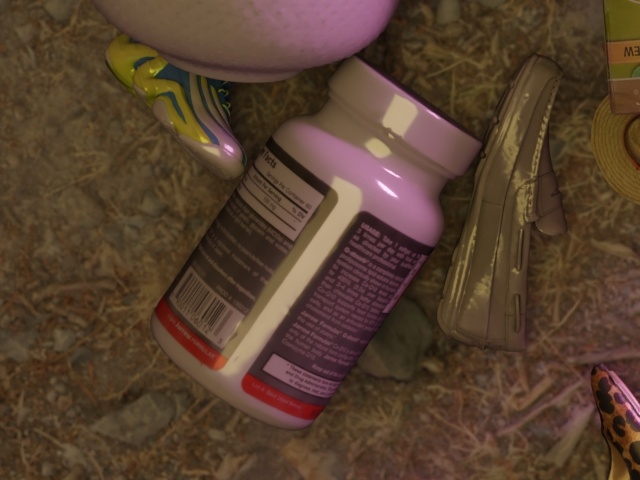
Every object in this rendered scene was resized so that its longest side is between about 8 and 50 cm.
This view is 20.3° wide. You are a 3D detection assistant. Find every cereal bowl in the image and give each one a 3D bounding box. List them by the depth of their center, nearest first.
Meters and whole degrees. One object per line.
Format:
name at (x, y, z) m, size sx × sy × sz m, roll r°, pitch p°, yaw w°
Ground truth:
cereal bowl at (-0.085, -0.256, 1.834) m, size 0.339 × 0.339 × 0.141 m, roll 14°, pitch 116°, yaw 9°

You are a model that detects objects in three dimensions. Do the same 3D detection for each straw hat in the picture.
straw hat at (0.354, -0.104, 1.889) m, size 0.144 × 0.061 × 0.145 m, roll 0°, pitch 92°, yaw 9°

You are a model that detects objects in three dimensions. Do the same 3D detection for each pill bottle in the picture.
pill bottle at (0.000, 0.000, 1.877) m, size 0.210 × 0.210 × 0.363 m, roll 36°, pitch 97°, yaw 6°

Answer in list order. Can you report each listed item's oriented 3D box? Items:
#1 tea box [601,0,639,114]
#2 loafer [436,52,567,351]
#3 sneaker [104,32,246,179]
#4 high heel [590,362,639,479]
tea box at (0.441, -0.306, 1.746) m, size 0.329 × 0.220 × 0.324 m, roll -4°, pitch 105°, yaw 15°
loafer at (0.211, -0.037, 1.897) m, size 0.111 × 0.112 × 0.320 m, roll 15°, pitch 102°, yaw 3°
sneaker at (-0.131, -0.172, 1.922) m, size 0.126 × 0.091 × 0.240 m, roll -43°, pitch 59°, yaw -3°
high heel at (0.288, 0.276, 1.897) m, size 0.186 × 0.093 × 0.261 m, roll -25°, pitch 97°, yaw 3°
